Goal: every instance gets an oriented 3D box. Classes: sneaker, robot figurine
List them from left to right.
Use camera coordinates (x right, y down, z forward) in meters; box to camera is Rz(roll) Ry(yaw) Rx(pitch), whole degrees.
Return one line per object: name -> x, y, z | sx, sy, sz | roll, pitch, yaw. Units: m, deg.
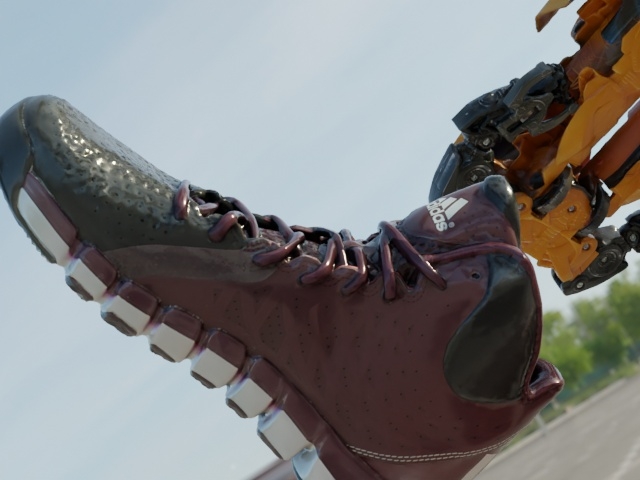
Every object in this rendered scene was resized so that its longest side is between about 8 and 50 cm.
sneaker -> 0.000, 0.000, 0.632 | 0.162, 0.281, 0.106 | -41, 17, 17
robot figurine -> 0.198, -0.092, 0.909 | 0.211, 0.085, 0.291 | 29, -68, -37
